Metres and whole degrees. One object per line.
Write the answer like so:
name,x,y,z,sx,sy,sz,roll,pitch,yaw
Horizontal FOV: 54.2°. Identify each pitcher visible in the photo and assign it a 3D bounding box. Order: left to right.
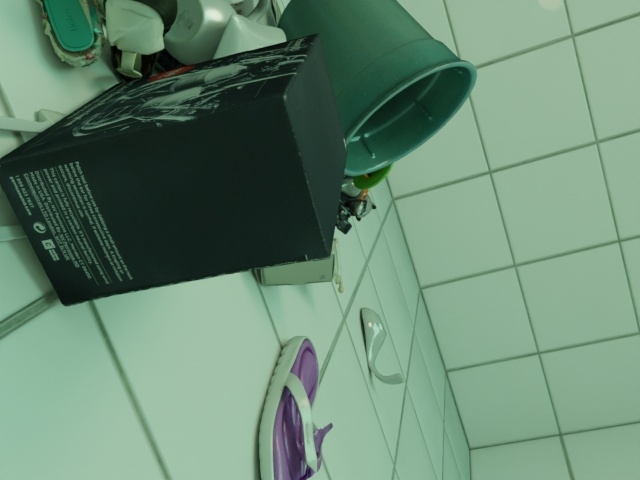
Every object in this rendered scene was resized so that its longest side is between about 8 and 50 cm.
pitcher,-0.172,-0.371,1.059,0.125,0.178,0.207,39,13,12

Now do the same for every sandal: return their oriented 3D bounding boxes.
sandal,-0.032,0.333,1.170,0.416,0.102,0.169,-85,154,-50

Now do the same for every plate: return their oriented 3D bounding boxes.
plate,-0.145,-0.248,1.110,0.278,0.045,0.277,-63,175,17

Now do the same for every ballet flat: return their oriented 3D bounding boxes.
ballet flat,-0.340,-0.339,0.822,0.077,0.091,0.241,157,-77,-76
ballet flat,-0.248,-0.287,0.853,0.280,0.095,0.096,145,-46,-73

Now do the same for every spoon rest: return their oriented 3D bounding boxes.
spoon rest,0.175,0.330,1.956,0.137,0.084,0.276,59,9,-47

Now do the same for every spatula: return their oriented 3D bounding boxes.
spatula,-0.326,-0.074,0.709,0.242,0.019,0.168,-19,99,-74

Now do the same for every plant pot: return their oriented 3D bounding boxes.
plant pot,0.092,-0.372,1.334,0.334,0.341,0.341,56,11,16

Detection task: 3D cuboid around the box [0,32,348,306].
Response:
box,-0.142,-0.106,0.769,0.343,0.312,0.179,-80,158,-62

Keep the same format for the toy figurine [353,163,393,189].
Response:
toy figurine,0.075,-0.230,1.514,0.159,0.130,0.173,38,16,-32

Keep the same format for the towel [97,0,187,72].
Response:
towel,-0.305,-0.450,1.084,0.312,0.056,0.325,37,43,-61

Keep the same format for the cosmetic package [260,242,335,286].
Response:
cosmetic package,-0.058,-0.066,1.304,0.129,0.153,0.296,95,-11,-60

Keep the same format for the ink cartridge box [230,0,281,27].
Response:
ink cartridge box,-0.166,-0.480,1.386,0.272,0.129,0.310,63,18,-61

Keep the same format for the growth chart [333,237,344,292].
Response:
growth chart,0.000,0.000,1.462,0.237,0.021,0.172,47,33,-50

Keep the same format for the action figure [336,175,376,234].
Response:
action figure,0.031,-0.161,1.589,0.330,0.178,0.341,44,5,-31
